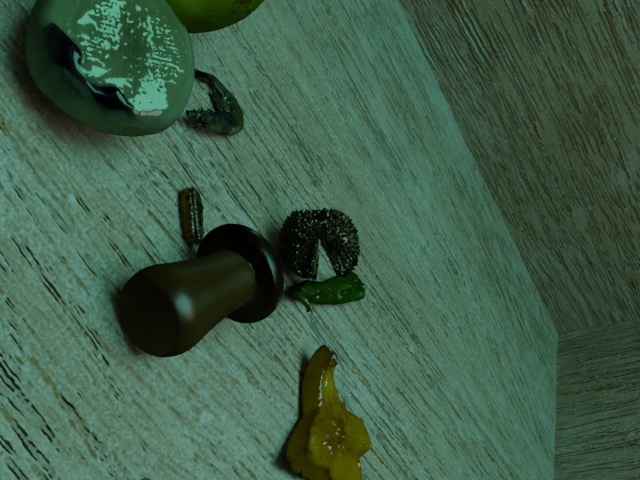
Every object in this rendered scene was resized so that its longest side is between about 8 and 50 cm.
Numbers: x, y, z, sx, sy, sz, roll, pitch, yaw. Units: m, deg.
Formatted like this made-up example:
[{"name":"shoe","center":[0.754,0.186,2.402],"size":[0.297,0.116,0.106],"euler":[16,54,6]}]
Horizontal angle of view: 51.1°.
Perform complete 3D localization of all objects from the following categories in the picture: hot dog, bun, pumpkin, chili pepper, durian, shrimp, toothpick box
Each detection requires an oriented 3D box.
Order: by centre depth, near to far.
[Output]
[{"name":"bun","center":[-0.358,-0.300,1.126],"size":[0.283,0.179,0.284],"euler":[10,73,-35]},{"name":"toothpick box","center":[-0.198,0.084,1.175],"size":[0.294,0.192,0.192],"euler":[-25,97,-53]},{"name":"hot dog","center":[-0.246,-0.049,1.299],"size":[0.049,0.037,0.122],"euler":[9,66,-53]},{"name":"shrimp","center":[-0.234,-0.295,1.437],"size":[0.217,0.051,0.150],"euler":[-21,90,-67]},{"name":"pumpkin","center":[0.031,0.421,1.455],"size":[0.258,0.095,0.290],"euler":[50,34,-26]},{"name":"durian","center":[0.000,0.000,1.509],"size":[0.196,0.196,0.167],"euler":[33,20,-47]},{"name":"chili pepper","center":[0.013,0.125,1.595],"size":[0.085,0.076,0.359],"euler":[62,24,11]}]

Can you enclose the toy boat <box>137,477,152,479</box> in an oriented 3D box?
[{"name":"toy boat","center":[-0.287,0.454,0.929],"size":[0.078,0.085,0.261],"euler":[59,33,-24]}]

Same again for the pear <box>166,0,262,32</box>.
[{"name":"pear","center":[-0.238,-0.591,1.272],"size":[0.391,0.390,0.391],"euler":[33,48,-47]}]
